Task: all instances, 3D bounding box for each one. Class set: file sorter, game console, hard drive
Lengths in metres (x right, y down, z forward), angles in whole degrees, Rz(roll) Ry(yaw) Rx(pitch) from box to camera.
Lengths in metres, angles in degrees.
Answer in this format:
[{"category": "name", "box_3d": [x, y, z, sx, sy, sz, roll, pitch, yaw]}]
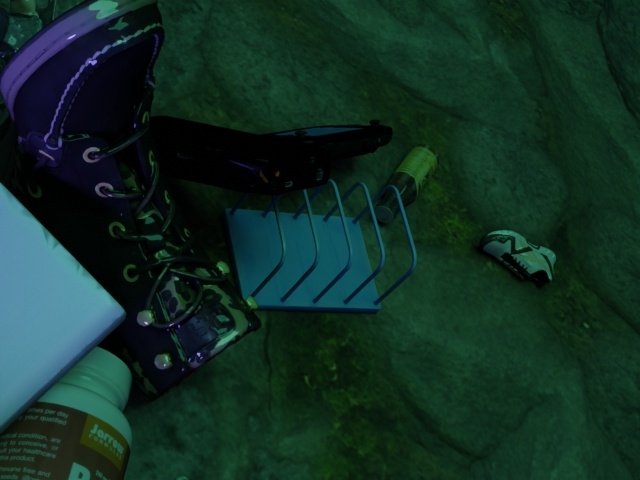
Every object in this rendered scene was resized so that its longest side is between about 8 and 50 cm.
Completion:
[{"category": "file sorter", "box_3d": [0.000, 0.000, 1.268, 0.170, 0.104, 0.118, 3, 58, -30]}, {"category": "game console", "box_3d": [-0.056, -0.104, 1.265, 0.213, 0.044, 0.361, 14, 15, 28]}, {"category": "hard drive", "box_3d": [-0.361, 0.095, 0.922, 0.233, 0.047, 0.353, 45, 71, 3]}]

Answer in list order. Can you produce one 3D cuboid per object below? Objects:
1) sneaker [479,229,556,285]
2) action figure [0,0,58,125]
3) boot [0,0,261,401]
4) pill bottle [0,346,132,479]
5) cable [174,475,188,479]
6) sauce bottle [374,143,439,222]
[{"category": "sneaker", "box_3d": [0.243, 0.021, 1.448, 0.109, 0.040, 0.043, 20, 53, -19]}, {"category": "action figure", "box_3d": [-0.340, -0.220, 1.161, 0.285, 0.099, 0.185, 34, 45, -45]}, {"category": "boot", "box_3d": [-0.157, -0.025, 1.020, 0.138, 0.377, 0.284, -32, 85, -33]}, {"category": "pill bottle", "box_3d": [-0.225, 0.196, 0.981, 0.121, 0.121, 0.216, 24, 51, -17]}, {"category": "cable", "box_3d": [-0.094, 0.354, 1.022, 0.139, 0.072, 0.287, 30, 59, -34]}, {"category": "sauce bottle", "box_3d": [0.101, -0.067, 1.420, 0.042, 0.042, 0.128, 40, 50, -3]}]
